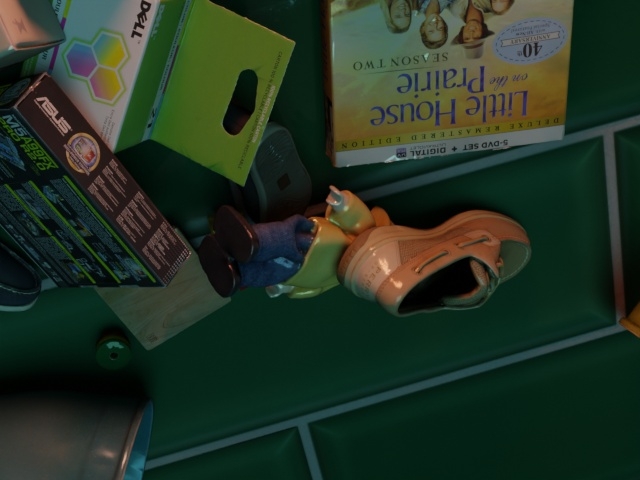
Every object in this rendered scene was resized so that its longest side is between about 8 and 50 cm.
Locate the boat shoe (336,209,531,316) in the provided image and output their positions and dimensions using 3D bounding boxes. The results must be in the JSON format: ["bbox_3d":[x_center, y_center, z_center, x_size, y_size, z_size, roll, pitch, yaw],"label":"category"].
[{"bbox_3d":[0.171,0.043,1.320,0.341,0.110,0.122,-8,129,-43],"label":"boat shoe"}]

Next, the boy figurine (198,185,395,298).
[{"bbox_3d":[0.000,0.000,1.280,0.285,0.092,0.177,-7,139,-39],"label":"boy figurine"}]

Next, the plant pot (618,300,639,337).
[{"bbox_3d":[0.656,0.061,1.398,0.366,0.366,0.353,28,97,-24],"label":"plant pot"}]

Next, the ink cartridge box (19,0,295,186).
[{"bbox_3d":[-0.182,-0.182,1.132,0.255,0.097,0.189,27,113,11],"label":"ink cartridge box"}]

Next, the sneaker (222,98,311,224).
[{"bbox_3d":[-0.082,-0.096,1.287,0.083,0.118,0.222,-40,151,-19],"label":"sneaker"}]

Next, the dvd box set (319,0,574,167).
[{"bbox_3d":[0.149,-0.302,1.226,0.307,0.062,0.420,-7,119,-8],"label":"dvd box set"}]

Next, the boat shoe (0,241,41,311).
[{"bbox_3d":[-0.439,-0.005,1.242,0.254,0.095,0.079,35,117,-17],"label":"boat shoe"}]

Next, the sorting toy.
[{"bbox_3d":[-0.199,0.050,1.348,0.274,0.046,0.132,-31,120,6],"label":"sorting toy"}]

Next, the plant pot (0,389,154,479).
[{"bbox_3d":[-0.371,0.310,1.343,0.255,0.272,0.272,13,116,-1],"label":"plant pot"}]

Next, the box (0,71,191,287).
[{"bbox_3d":[-0.303,-0.056,1.182,0.216,0.060,0.270,-4,133,42],"label":"box"}]

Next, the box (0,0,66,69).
[{"bbox_3d":[-0.407,-0.223,1.058,0.232,0.127,0.149,-19,99,15],"label":"box"}]
